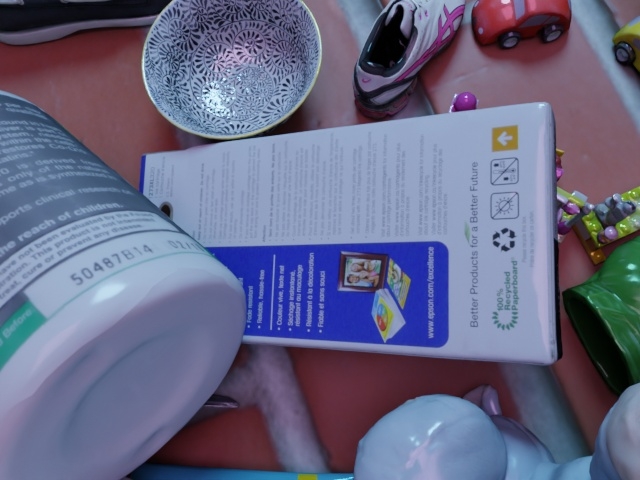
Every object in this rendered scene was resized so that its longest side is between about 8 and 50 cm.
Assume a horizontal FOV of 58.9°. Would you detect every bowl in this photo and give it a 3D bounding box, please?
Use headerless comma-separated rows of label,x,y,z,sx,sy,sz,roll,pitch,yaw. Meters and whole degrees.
bowl,-0.080,-0.162,0.557,0.170,0.080,0.170,-1,76,4

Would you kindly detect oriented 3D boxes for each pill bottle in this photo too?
pill bottle,-0.248,0.006,0.450,0.361,0.204,0.204,37,82,24

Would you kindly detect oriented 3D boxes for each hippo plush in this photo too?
hippo plush,0.161,0.165,0.373,0.294,0.236,0.235,21,92,-34

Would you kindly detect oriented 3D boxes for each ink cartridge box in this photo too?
ink cartridge box,0.000,0.000,0.473,0.370,0.069,0.176,-1,83,25

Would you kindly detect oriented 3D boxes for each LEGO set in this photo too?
LEGO set,0.239,-0.052,0.487,0.286,0.107,0.132,11,77,8

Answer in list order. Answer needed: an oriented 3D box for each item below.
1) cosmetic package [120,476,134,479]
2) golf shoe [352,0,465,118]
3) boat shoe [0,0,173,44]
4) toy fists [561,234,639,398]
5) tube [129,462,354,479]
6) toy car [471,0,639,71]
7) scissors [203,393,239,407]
cosmetic package,-0.130,0.291,0.333,0.452,0.230,0.162,19,100,15
golf shoe,0.094,-0.210,0.551,0.067,0.086,0.186,27,79,12
boat shoe,-0.234,-0.288,0.597,0.302,0.091,0.115,-19,75,0
toy fists,0.324,0.119,0.443,0.142,0.096,0.279,-26,74,-1
tube,-0.058,0.227,0.479,0.206,0.052,0.080,5,93,2
toy car,0.296,-0.269,0.563,0.238,0.053,0.225,23,79,10
scissors,-0.227,0.133,0.499,0.296,0.109,0.021,18,119,7
